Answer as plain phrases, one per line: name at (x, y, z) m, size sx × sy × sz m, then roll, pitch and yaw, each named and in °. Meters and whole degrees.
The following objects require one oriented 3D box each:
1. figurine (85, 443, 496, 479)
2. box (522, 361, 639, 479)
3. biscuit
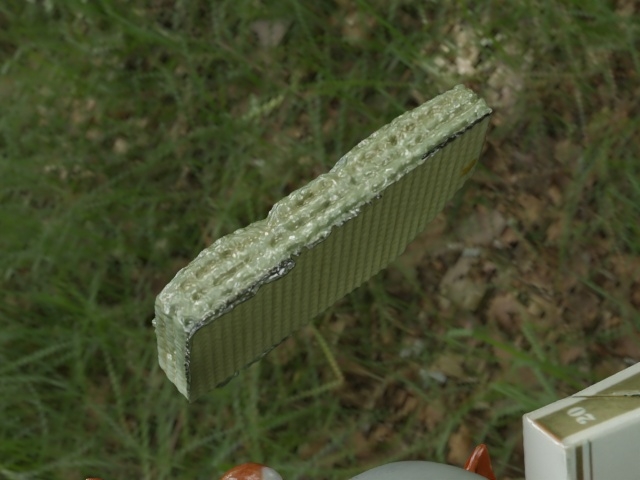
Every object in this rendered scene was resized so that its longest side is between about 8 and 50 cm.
figurine at (0.025, 0.154, 0.532) m, size 0.183 × 0.226 × 0.160 m, roll 38°, pitch 124°, yaw 21°
box at (0.156, 0.075, 0.480) m, size 0.029 × 0.198 × 0.109 m, roll 31°, pitch 135°, yaw 51°
biscuit at (0.000, 0.000, 0.896) m, size 0.252 × 0.150 × 0.052 m, roll -35°, pitch 74°, yaw -16°
